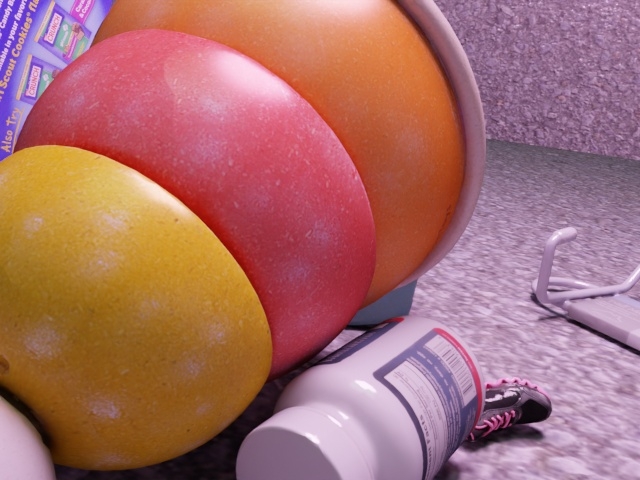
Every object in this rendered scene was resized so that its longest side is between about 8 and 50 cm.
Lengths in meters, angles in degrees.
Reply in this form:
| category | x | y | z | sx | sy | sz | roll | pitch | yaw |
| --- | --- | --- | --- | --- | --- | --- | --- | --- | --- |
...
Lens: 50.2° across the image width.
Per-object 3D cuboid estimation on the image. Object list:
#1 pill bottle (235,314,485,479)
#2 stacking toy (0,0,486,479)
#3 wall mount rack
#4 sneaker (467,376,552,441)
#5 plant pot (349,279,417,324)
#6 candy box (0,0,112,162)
| category | x | y | z | sx | sy | sz | roll | pitch | yaw |
| --- | --- | --- | --- | --- | --- | --- | --- | --- | --- |
| pill bottle | 0.030 | 0.124 | 0.456 | 0.107 | 0.108 | 0.180 | 16 | 19 | 30 |
| stacking toy | -0.114 | 0.016 | 0.435 | 0.350 | 0.351 | 0.480 | 12 | 38 | 21 |
| wall mount rack | 0.437 | 0.052 | 0.795 | 0.304 | 0.131 | 0.350 | -5 | 20 | -33 |
| sneaker | 0.132 | 0.143 | 0.557 | 0.119 | 0.047 | 0.057 | 3 | 33 | 1 |
| plant pot | 0.000 | 0.000 | 0.782 | 0.234 | 0.166 | 0.166 | 13 | 17 | 6 |
| candy box | -0.368 | -0.226 | 0.706 | 0.122 | 0.268 | 0.317 | 13 | -8 | 30 |
